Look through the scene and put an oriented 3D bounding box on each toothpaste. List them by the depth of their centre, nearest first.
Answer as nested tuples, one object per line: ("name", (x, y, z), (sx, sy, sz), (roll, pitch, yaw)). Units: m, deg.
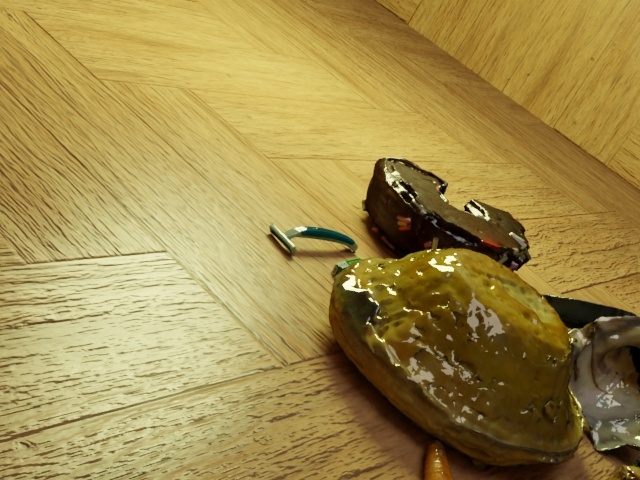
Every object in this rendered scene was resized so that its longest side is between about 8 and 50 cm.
("toothpaste", (0.048, 0.045, 1.677), (0.017, 0.020, 0.083), (38, 23, 22))

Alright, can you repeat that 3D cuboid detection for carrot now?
("carrot", (0.148, 0.303, 1.212), (0.061, 0.061, 0.257), (27, 20, -10))

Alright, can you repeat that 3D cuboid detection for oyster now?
("oyster", (0.516, 0.214, 1.665), (0.271, 0.275, 0.100), (6, -15, -18))

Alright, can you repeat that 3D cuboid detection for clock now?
("clock", (0.467, 0.137, 1.843), (0.214, 0.042, 0.215), (12, -6, 1))

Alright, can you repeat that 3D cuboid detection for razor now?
("razor", (0.002, -0.003, 1.699), (0.191, 0.037, 0.068), (5, 32, -47))

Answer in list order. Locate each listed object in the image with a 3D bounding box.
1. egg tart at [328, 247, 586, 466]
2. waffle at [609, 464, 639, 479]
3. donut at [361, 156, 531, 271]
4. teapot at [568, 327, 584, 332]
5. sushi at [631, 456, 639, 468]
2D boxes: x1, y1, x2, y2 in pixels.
("egg tart", (0.229, 0.144, 1.488), (0.443, 0.178, 0.443), (28, 23, -13))
("waffle", (0.385, 0.414, 1.065), (0.091, 0.213, 0.308), (10, 31, -38))
("donut", (0.247, -0.014, 1.910), (0.345, 0.136, 0.259), (22, 26, -19))
("teapot", (0.495, 0.217, 1.785), (0.226, 0.092, 0.145), (13, 31, -39))
("sushi", (0.545, 0.363, 1.507), (0.212, 0.115, 0.147), (4, 34, -50))
